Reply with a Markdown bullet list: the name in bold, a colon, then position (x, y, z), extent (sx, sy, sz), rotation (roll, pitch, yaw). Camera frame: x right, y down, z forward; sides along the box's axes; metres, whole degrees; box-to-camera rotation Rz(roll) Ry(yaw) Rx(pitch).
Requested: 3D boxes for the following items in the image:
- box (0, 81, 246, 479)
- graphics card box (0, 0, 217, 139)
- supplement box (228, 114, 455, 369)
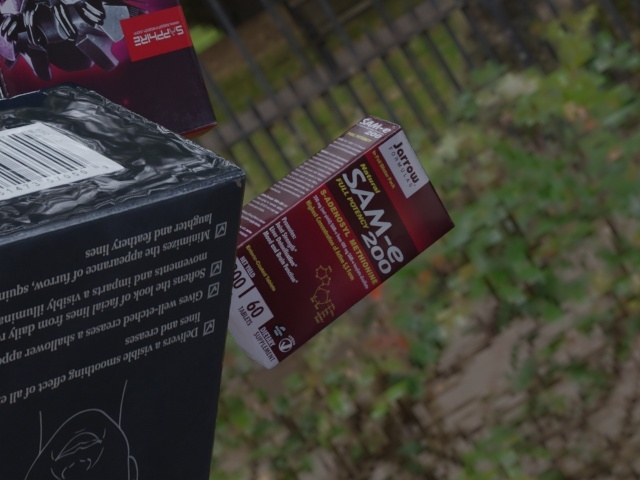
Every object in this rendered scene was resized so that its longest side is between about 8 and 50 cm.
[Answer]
- **box**: position (-0.246, 0.118, 1.303), extent (0.212, 0.395, 0.293), rotation (27, 30, 36)
- **graphics card box**: position (-0.256, -0.247, 1.676), extent (0.233, 0.371, 0.094), rotation (-20, 5, -40)
- **supplement box**: position (0.000, 0.000, 1.728), extent (0.239, 0.130, 0.073), rotation (-38, 26, -14)
